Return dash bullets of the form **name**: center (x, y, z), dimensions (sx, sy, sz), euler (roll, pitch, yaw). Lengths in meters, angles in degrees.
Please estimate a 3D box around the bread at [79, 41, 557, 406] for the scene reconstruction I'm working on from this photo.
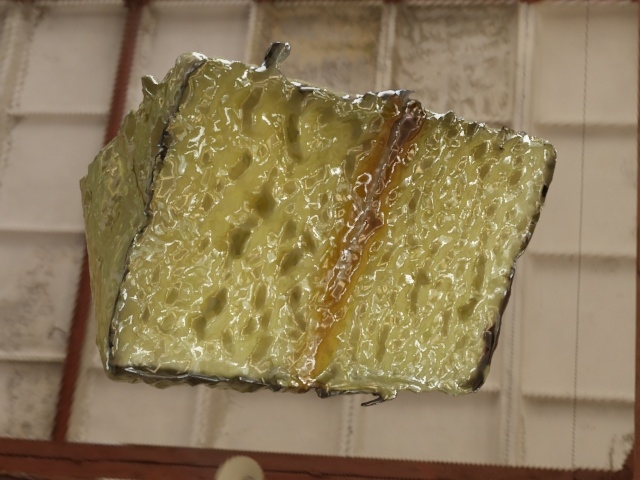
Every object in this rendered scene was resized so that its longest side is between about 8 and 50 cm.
- **bread**: center (0.000, 0.000, 0.642), dimensions (0.142, 0.266, 0.178), euler (9, -91, 57)
